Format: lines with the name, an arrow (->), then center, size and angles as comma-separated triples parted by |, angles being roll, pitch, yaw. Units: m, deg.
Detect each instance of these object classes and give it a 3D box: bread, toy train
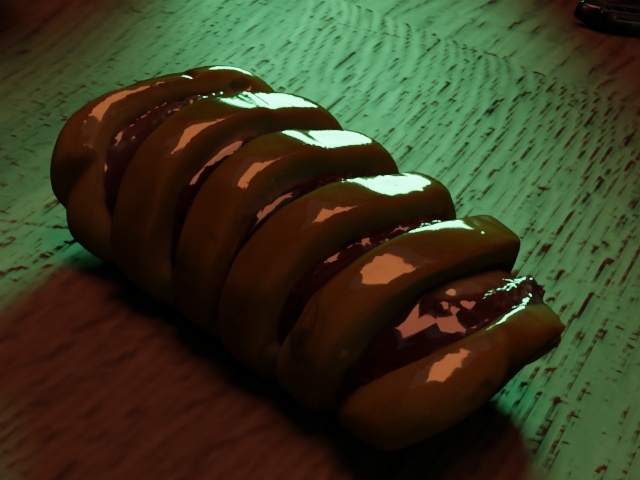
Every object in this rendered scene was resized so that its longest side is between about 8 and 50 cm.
bread -> 0.000, 0.000, 0.771 | 0.225, 0.081, 0.134 | 32, 29, 32
toy train -> 0.205, -0.143, 1.248 | 0.083, 0.017, 0.017 | 4, 35, -23
